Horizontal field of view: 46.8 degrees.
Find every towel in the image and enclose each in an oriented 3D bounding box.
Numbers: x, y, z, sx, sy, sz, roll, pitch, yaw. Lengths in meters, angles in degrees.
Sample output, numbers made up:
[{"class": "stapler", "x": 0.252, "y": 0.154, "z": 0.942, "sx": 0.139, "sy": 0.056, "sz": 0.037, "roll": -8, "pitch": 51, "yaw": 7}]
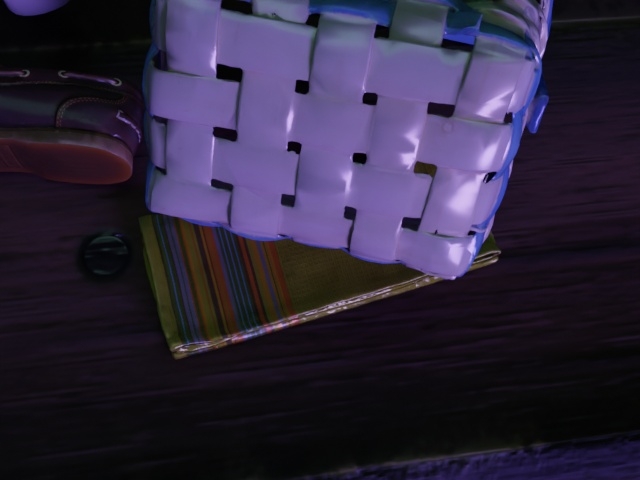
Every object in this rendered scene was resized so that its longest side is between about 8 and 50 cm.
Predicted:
[{"class": "towel", "x": 0.000, "y": 0.000, "z": 0.511, "sx": 0.237, "sy": 0.021, "sz": 0.102, "roll": -15, "pitch": 72, "yaw": -12}]

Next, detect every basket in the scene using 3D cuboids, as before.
[{"class": "basket", "x": 0.026, "y": -0.116, "z": 0.466, "sx": 0.255, "sy": 0.201, "sz": 0.289, "roll": 10, "pitch": 27, "yaw": 0}]

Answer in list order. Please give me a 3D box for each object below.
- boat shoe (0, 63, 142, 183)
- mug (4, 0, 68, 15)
[{"class": "boat shoe", "x": -0.225, "y": -0.085, "z": 0.498, "sx": 0.207, "sy": 0.073, "sz": 0.073, "roll": 6, "pitch": 66, "yaw": -11}, {"class": "mug", "x": -0.249, "y": -0.304, "z": 0.441, "sx": 0.276, "sy": 0.328, "sz": 0.374, "roll": -27, "pitch": 74, "yaw": -15}]
